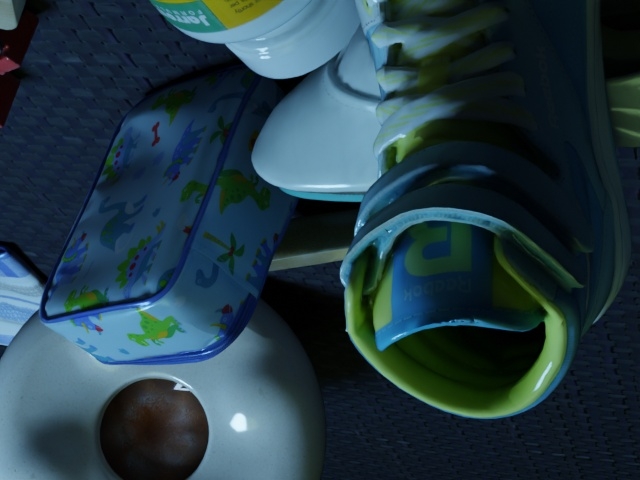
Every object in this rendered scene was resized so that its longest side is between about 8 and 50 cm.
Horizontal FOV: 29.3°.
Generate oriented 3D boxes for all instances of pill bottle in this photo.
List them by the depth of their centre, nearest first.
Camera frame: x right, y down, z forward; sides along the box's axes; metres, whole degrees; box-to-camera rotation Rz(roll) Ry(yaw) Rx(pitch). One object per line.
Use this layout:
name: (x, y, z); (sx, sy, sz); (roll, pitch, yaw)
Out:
pill bottle: (-0.060, -0.177, 0.635); (0.117, 0.117, 0.208); (-2, 152, 31)

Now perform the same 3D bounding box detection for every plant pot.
plant pot: (0.000, 0.000, 0.991); (0.236, 0.032, 0.236); (-9, 178, 0)

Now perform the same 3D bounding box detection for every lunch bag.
lunch bag: (-0.104, -0.017, 0.885); (0.176, 0.219, 0.090); (-12, 138, 41)

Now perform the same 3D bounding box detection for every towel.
towel: (-0.405, 0.067, 1.455); (0.209, 0.034, 0.285); (6, 155, 14)

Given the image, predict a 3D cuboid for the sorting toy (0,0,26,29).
sorting toy: (-0.285, -0.243, 0.641); (0.257, 0.089, 0.255); (13, 156, -2)

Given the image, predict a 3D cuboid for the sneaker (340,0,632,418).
sneaker: (0.065, -0.065, 0.567); (0.127, 0.208, 0.319); (-12, 108, 26)

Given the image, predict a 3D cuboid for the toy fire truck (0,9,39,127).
toy fire truck: (-0.279, -0.154, 0.885); (0.135, 0.047, 0.192); (-9, 148, 42)

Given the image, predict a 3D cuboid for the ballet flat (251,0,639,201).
ballet flat: (0.133, -0.111, 0.703); (0.400, 0.139, 0.139); (-3, 152, 23)

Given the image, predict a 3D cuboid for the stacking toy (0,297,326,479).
stacking toy: (-0.166, 0.223, 1.431); (0.351, 0.350, 0.480); (12, 172, 3)
